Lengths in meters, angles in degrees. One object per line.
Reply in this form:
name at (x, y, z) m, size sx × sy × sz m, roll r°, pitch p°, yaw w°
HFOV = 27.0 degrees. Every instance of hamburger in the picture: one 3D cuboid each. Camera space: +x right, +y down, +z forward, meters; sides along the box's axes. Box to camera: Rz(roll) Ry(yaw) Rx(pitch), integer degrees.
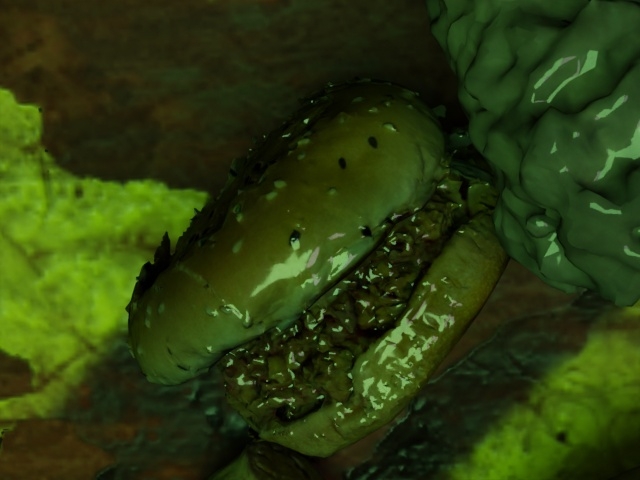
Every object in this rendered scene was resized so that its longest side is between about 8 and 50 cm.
hamburger at (0.000, 0.000, 0.578) m, size 0.113 × 0.177 × 0.185 m, roll 35°, pitch 65°, yaw -8°

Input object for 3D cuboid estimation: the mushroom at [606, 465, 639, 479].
mushroom at (0.183, 0.205, 0.620) m, size 0.255 × 0.184 × 0.255 m, roll 1°, pitch 106°, yaw 5°

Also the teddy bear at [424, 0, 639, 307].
teddy bear at (0.158, -0.207, 0.470) m, size 0.367 × 0.224 × 0.357 m, roll -27°, pitch 112°, yaw 6°

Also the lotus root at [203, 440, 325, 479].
lotus root at (-0.054, 0.226, 0.695) m, size 0.110 × 0.097 × 0.258 m, roll 19°, pitch 102°, yaw -10°
